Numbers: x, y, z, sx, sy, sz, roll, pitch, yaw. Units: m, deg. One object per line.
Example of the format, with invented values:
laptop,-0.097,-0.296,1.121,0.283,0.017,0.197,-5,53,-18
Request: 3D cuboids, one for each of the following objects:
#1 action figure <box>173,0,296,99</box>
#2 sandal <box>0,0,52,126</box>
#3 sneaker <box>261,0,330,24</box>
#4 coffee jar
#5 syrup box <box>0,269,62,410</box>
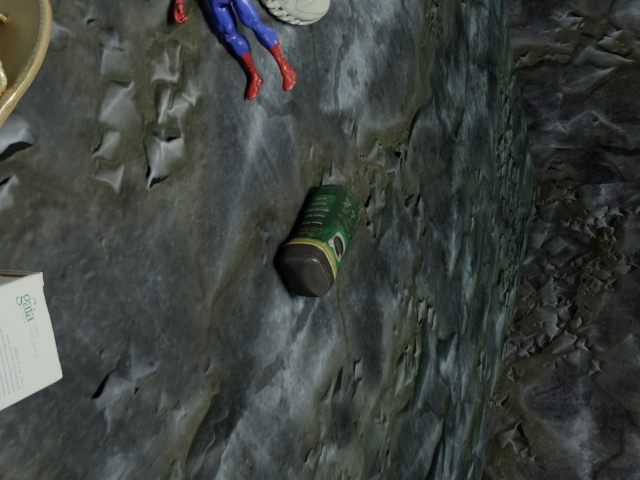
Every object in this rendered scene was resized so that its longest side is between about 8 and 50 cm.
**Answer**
action figure,-0.123,-0.285,0.838,0.139,0.092,0.280,-79,151,-43
sandal,-0.290,-0.129,0.527,0.079,0.088,0.240,42,58,-61
sneaker,-0.047,-0.410,0.969,0.292,0.118,0.110,24,65,-61
coffee jar,0.000,0.000,1.071,0.184,0.079,0.096,-64,145,-42
syrup box,-0.310,0.096,0.468,0.237,0.096,0.093,-29,115,-59
